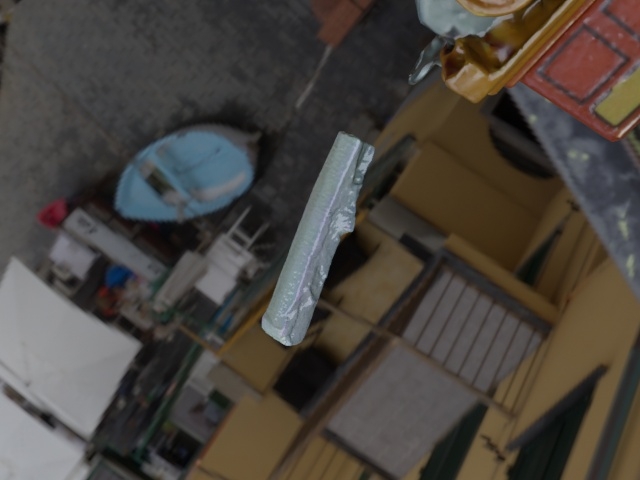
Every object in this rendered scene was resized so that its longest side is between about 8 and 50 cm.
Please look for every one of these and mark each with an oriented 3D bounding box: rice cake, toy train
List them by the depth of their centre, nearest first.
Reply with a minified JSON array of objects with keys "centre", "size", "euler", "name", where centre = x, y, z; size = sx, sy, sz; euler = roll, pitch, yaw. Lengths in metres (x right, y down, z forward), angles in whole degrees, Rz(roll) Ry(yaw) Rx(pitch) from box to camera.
[{"centre":[0.211,-0.228,0.930],"size":[0.231,0.163,0.369],"euler":[31,121,-23],"name":"toy train"},{"centre":[0.000,0.000,1.030],"size":[0.042,0.030,0.180],"euler":[29,102,44],"name":"rice cake"}]
